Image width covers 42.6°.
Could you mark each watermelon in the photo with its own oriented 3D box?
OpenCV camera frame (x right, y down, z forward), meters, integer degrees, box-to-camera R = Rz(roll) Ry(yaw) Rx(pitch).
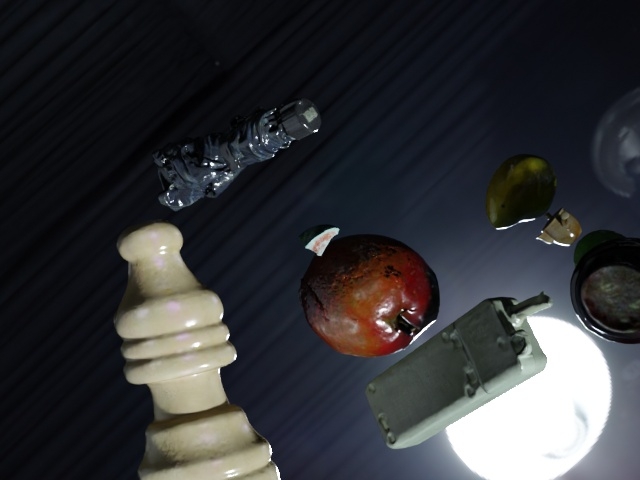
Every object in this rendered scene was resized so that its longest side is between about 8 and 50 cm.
[{"bbox_3d":[0.000,0.000,1.645,0.085,0.085,0.061,-127,-157,-73],"label":"watermelon"}]

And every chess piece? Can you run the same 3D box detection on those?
[{"bbox_3d":[-0.149,0.126,0.889,0.124,0.139,0.307,-9,85,-47],"label":"chess piece"}]

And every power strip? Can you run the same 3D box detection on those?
[{"bbox_3d":[0.163,0.144,0.934,0.053,0.288,0.093,3,56,-41],"label":"power strip"}]

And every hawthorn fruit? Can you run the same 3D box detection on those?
[{"bbox_3d":[0.114,0.120,1.837,0.316,0.316,0.316,48,1,-2],"label":"hawthorn fruit"}]

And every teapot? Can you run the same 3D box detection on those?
[{"bbox_3d":[0.493,-0.026,1.684,0.080,0.085,0.110,40,-5,7],"label":"teapot"}]

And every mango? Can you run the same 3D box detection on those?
[{"bbox_3d":[0.363,-0.093,1.476,0.086,0.122,0.191,13,20,37],"label":"mango"}]

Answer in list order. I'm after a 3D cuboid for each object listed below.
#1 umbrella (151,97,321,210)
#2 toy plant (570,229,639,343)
[{"bbox_3d":[-0.096,-0.093,0.865,0.071,0.224,0.080,-4,79,-53],"label":"umbrella"},{"bbox_3d":[0.502,0.074,1.350,0.218,0.175,0.235,45,21,18],"label":"toy plant"}]
